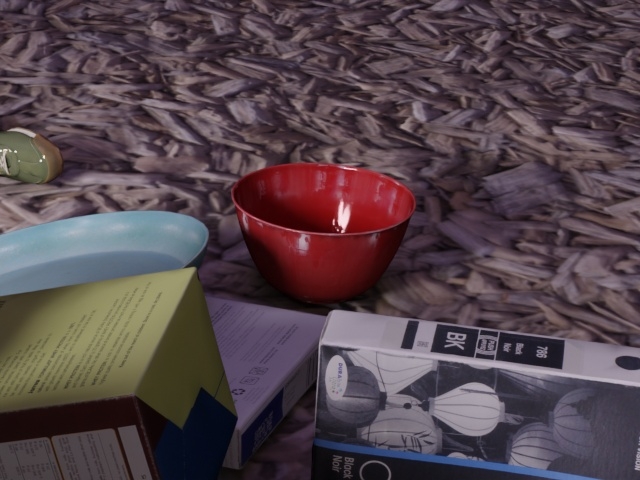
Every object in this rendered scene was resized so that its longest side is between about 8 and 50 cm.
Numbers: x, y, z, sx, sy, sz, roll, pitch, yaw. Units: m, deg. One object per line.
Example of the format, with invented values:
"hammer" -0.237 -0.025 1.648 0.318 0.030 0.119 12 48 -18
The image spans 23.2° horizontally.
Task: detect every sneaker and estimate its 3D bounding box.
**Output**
"sneaker" -0.383 -0.090 1.736 0.192 0.064 0.086 18 35 30

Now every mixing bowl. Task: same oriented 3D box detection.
"mixing bowl" 0.000 0.000 1.534 0.182 0.098 0.181 4 24 -2

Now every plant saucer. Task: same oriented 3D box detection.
"plant saucer" -0.250 0.046 1.384 0.318 0.043 0.317 -10 17 3

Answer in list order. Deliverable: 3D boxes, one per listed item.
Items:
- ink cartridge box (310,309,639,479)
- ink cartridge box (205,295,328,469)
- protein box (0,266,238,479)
"ink cartridge box" 0.160 0.152 1.135 0.333 0.165 0.065 6 24 7
"ink cartridge box" -0.126 0.109 1.336 0.224 0.045 0.223 10 24 20
"protein box" -0.186 0.132 1.110 0.201 0.136 0.200 -9 22 12
